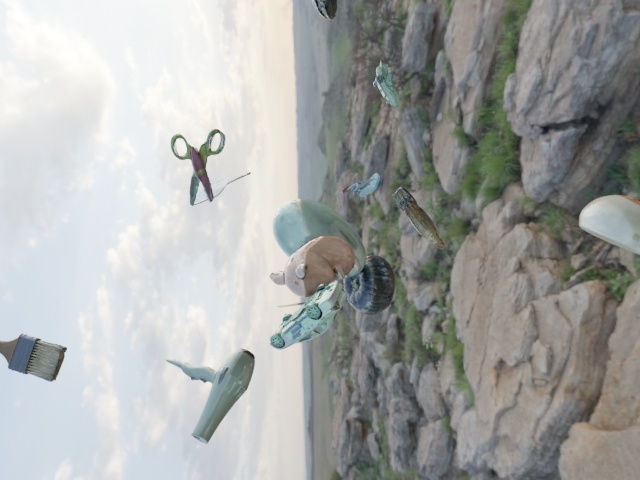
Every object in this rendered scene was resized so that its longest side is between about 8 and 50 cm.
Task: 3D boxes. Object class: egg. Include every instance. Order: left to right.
[{"bbox_3d":[0.000,0.000,1.588,0.230,0.370,0.230,-50,17,21],"label":"egg"}]

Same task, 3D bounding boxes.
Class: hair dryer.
[{"bbox_3d":[-0.300,0.384,1.118,0.229,0.267,0.092,-82,-27,-46],"label":"hair dryer"}]

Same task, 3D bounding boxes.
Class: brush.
[{"bbox_3d":[-0.378,0.125,0.535,0.014,0.169,0.043,59,-135,-74],"label":"brush"}]

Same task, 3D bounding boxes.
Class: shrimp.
[{"bbox_3d":[0.339,-0.076,1.535,0.253,0.058,0.173,52,-164,-2],"label":"shrimp"}]

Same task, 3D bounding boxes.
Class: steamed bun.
[{"bbox_3d":[0.946,-0.061,1.413,0.145,0.231,0.232,-64,9,11],"label":"steamed bun"}]

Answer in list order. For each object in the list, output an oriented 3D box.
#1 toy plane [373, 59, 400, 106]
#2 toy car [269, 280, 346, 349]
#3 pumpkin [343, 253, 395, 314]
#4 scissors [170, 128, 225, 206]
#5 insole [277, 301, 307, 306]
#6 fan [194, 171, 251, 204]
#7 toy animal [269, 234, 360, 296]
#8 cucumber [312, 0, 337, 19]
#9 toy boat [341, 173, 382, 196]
[{"bbox_3d":[0.115,-0.271,0.795,0.080,0.033,0.083,-179,68,-87],"label":"toy plane"},{"bbox_3d":[-0.027,0.180,1.025,0.224,0.076,0.090,-43,8,31],"label":"toy car"},{"bbox_3d":[0.188,0.170,1.747,0.233,0.162,0.233,-10,78,61],"label":"pumpkin"},{"bbox_3d":[-0.288,-0.171,1.083,0.020,0.133,0.187,39,134,42],"label":"scissors"},{"bbox_3d":[-0.066,0.197,1.403,0.053,0.152,0.002,21,-119,-59],"label":"insole"},{"bbox_3d":[-0.319,-0.174,1.453,0.009,0.219,0.132,60,-163,-29],"label":"fan"},{"bbox_3d":[-0.005,0.074,1.331,0.154,0.250,0.166,54,138,10],"label":"toy animal"},{"bbox_3d":[-0.006,-0.615,1.047,0.265,0.077,0.077,48,-141,-76],"label":"cucumber"},{"bbox_3d":[0.132,-0.174,1.390,0.149,0.105,0.034,11,-133,-53],"label":"toy boat"}]
